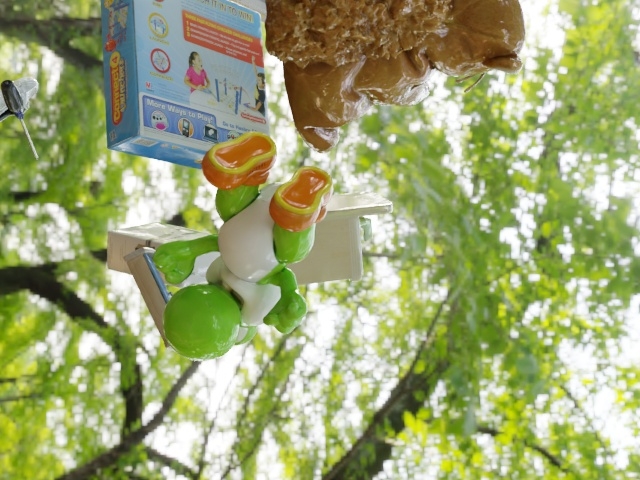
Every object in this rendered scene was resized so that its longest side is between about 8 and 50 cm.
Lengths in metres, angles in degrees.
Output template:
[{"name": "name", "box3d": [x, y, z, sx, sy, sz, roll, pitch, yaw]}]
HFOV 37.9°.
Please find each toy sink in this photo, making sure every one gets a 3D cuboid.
[{"name": "toy sink", "box3d": [0.000, 0.000, 1.618, 0.153, 0.234, 0.131, -136, -140, -72]}]

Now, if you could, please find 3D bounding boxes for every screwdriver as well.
[{"name": "screwdriver", "box3d": [-0.427, -0.169, 1.348, 0.170, 0.025, 0.024, 82, 14, -56]}]

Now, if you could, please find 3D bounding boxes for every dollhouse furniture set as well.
[{"name": "dollhouse furniture set", "box3d": [-0.195, 0.074, 1.886, 0.198, 0.304, 0.286, 63, -3, 11]}]

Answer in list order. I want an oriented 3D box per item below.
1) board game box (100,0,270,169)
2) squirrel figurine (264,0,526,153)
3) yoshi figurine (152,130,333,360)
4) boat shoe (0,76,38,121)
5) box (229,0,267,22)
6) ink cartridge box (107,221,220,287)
[{"name": "board game box", "box3d": [-0.226, -0.283, 1.609, 0.086, 0.308, 0.301, -16, -107, 38]}, {"name": "squirrel figurine", "box3d": [0.123, -0.324, 1.427, 0.397, 0.371, 0.280, 40, 49, -71]}, {"name": "yoshi figurine", "box3d": [-0.118, 0.045, 1.248, 0.362, 0.203, 0.203, 111, -26, -46]}, {"name": "boat shoe", "box3d": [-0.645, -0.287, 1.947, 0.066, 0.063, 0.184, -49, 178, 33]}, {"name": "box", "box3d": [-0.172, -0.533, 1.989, 0.056, 0.231, 0.183, -61, -156, 19]}, {"name": "ink cartridge box", "box3d": [-0.327, 0.028, 2.014, 0.220, 0.160, 0.092, 11, -75, 33]}]
